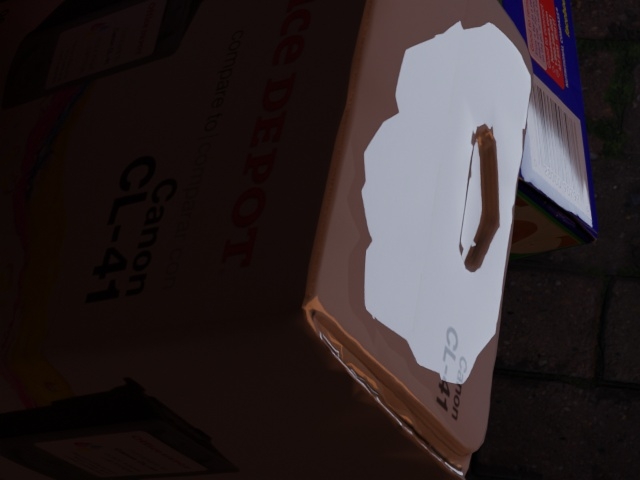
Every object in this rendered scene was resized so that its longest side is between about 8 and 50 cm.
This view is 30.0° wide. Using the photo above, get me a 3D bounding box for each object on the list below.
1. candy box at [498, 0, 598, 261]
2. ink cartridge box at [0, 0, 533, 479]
[{"bbox_3d":[-0.018,-0.099,0.712,0.122,0.317,0.268,28,53,-51],"label":"candy box"},{"bbox_3d":[-0.080,-0.011,0.534,0.131,0.306,0.226,45,45,-41],"label":"ink cartridge box"}]
